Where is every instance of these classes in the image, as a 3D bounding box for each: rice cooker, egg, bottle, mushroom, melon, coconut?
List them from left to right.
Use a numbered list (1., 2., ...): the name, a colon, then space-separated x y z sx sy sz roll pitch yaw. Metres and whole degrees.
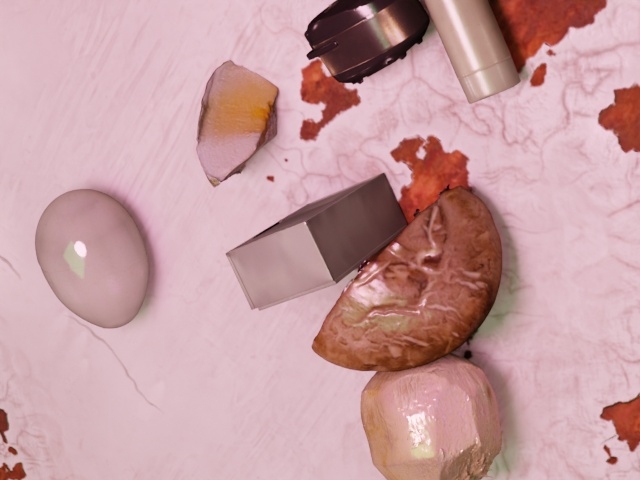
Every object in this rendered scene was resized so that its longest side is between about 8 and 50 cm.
1. egg: -0.324 0.028 2.013 0.151 0.151 0.209 -14 101 31
2. melon: -0.110 -0.132 1.874 0.093 0.202 0.139 5 146 7
3. rice cooker: 0.057 -0.258 1.725 0.106 0.112 0.165 51 141 -7
4. mushroom: 0.127 0.075 1.758 0.285 0.156 0.151 -46 75 3
5. coconut: 0.140 0.224 1.822 0.194 0.194 0.194 10 112 25
6. bottle: 0.171 -0.270 1.689 0.072 0.072 0.201 -20 97 32

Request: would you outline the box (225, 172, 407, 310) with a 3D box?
1. box: 0.000 0.000 1.786 0.129 0.225 0.086 -21 97 32
